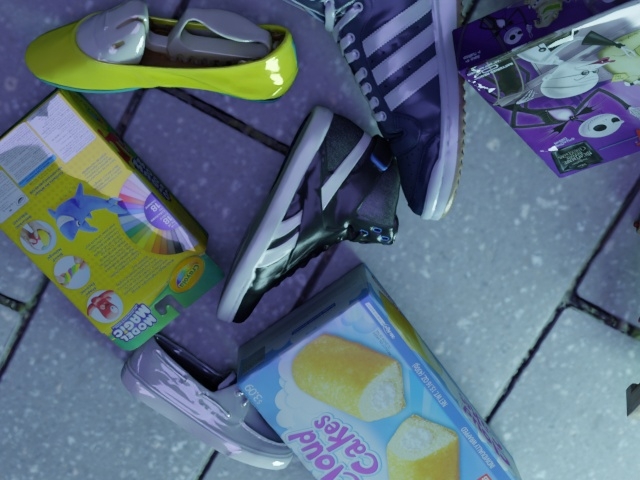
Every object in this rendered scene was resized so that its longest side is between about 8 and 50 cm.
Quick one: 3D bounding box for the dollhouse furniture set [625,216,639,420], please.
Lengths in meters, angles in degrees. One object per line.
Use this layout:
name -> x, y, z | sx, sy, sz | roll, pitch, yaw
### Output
dollhouse furniture set -> 0.334, 0.067, 1.066 | 0.129, 0.129, 0.183 | 18, 137, -7

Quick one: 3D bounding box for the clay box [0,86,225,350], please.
clay box -> -0.200, -0.018, 1.034 | 0.127, 0.053, 0.222 | -38, 107, 10

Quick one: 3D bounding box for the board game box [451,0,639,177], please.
board game box -> 0.302, -0.160, 0.888 | 0.347, 0.056, 0.208 | -20, 152, 28

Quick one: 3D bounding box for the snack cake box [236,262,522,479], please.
snack cake box -> 0.058, 0.173, 1.090 | 0.152, 0.089, 0.264 | -36, 106, 9

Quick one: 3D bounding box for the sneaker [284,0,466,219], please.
sneaker -> 0.039, -0.156, 0.964 | 0.153, 0.099, 0.282 | -2, 97, -5

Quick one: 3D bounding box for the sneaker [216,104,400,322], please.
sneaker -> 0.000, 0.000, 1.033 | 0.121, 0.079, 0.217 | 26, 104, -9

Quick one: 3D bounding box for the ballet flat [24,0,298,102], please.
ballet flat -> -0.131, -0.166, 0.970 | 0.231, 0.077, 0.077 | 5, 147, -8

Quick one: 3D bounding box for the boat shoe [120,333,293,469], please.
boat shoe -> -0.097, 0.150, 1.094 | 0.184, 0.066, 0.063 | 33, 105, -2
